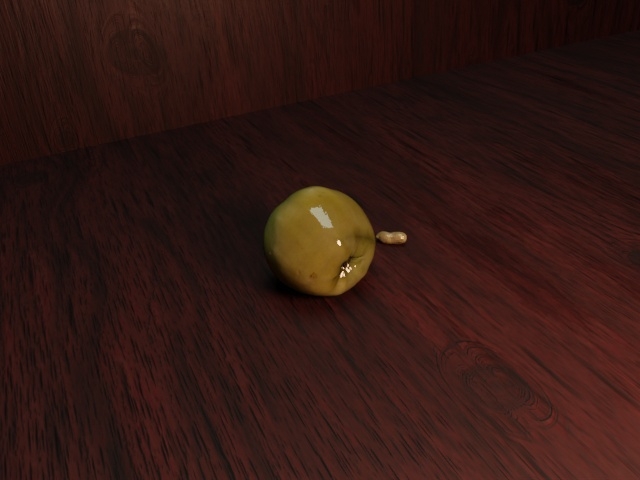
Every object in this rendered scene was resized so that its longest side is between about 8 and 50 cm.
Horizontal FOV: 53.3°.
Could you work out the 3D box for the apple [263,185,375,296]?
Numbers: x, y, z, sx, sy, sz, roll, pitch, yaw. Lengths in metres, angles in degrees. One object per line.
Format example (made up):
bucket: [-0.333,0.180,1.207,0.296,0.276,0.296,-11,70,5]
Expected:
apple: [0.000,0.000,1.501,0.262,0.263,0.262,-3,31,2]

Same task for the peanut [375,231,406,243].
peanut: [0.187,-0.008,1.690,0.083,0.037,0.037,8,33,16]
